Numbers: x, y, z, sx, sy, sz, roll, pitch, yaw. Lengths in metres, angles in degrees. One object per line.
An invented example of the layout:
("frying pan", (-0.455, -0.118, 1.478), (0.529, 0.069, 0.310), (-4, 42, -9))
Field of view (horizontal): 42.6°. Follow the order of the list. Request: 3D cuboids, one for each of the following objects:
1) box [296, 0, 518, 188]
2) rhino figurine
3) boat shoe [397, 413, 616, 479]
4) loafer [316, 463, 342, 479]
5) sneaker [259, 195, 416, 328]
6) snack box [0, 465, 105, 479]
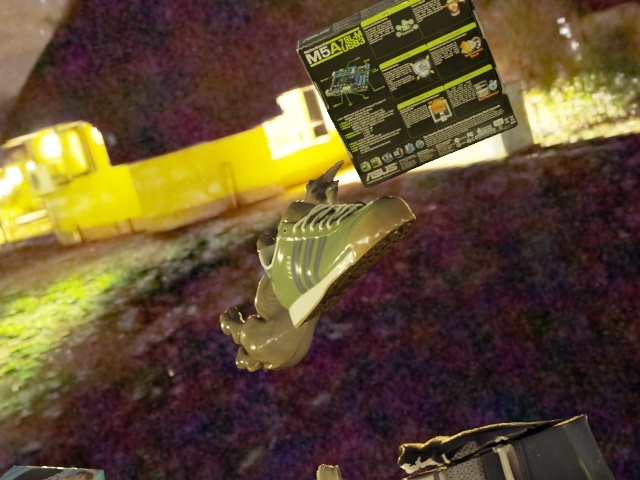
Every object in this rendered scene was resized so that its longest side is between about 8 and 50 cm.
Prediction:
("box", (0.097, -0.173, 0.902), (0.190, 0.184, 0.045), (-23, 24, 13))
("rhino figurine", (-0.020, 0.025, 0.855), (0.073, 0.243, 0.106), (31, -13, -31))
("boat shoe", (0.182, 0.289, 0.588), (0.158, 0.341, 0.127), (-21, -14, 5))
("loafer", (0.078, 0.518, 1.470), (0.092, 0.269, 0.102), (-27, -15, -2))
("sneaker", (0.000, 0.000, 0.680), (0.064, 0.086, 0.192), (-27, -14, -35))
("snack box", (-0.502, 0.475, 1.315), (0.187, 0.060, 0.322), (-2, 17, 16))
